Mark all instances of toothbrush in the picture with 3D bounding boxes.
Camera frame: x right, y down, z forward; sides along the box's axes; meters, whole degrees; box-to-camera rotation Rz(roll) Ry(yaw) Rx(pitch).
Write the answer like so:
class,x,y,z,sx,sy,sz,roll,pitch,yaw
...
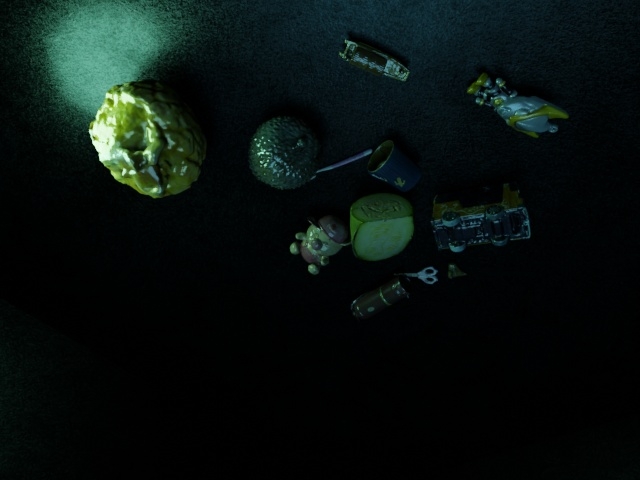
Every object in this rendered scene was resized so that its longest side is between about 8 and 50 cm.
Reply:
class,x,y,z,sx,sy,sz,roll,pitch,yaw
toothbrush,0.064,-0.279,1.905,0.286,0.020,0.025,-19,134,26

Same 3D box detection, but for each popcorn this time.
class,x,y,z,sx,sy,sz,roll,pitch,yaw
popcorn,-0.580,-0.344,1.776,0.343,0.353,0.391,2,91,35

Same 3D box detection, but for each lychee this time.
class,x,y,z,sx,sy,sz,roll,pitch,yaw
lychee,-0.125,-0.301,1.789,0.255,0.256,0.274,33,161,-18

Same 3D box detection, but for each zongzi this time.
class,x,y,z,sx,sy,sz,roll,pitch,yaw
zongzi,0.575,0.119,2.153,0.083,0.040,0.076,-6,124,1

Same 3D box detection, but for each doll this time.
class,x,y,z,sx,sy,sz,roll,pitch,yaw
doll,0.000,0.003,2.077,0.196,0.152,0.256,28,129,-17
doll,0.618,-0.422,1.623,0.316,0.103,0.146,29,134,-8

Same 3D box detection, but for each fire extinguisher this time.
class,x,y,z,sx,sy,sz,roll,pitch,yaw
fire extinguisher,0.263,0.270,2.296,0.141,0.105,0.341,34,129,-24

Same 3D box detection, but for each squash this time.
class,x,y,z,sx,sy,sz,roll,pitch,yaw
squash,0.228,-0.006,1.984,0.233,0.210,0.309,-8,125,-6

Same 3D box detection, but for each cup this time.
class,x,y,z,sx,sy,sz,roll,pitch,yaw
cup,0.255,-0.254,1.835,0.155,0.131,0.176,32,159,-22

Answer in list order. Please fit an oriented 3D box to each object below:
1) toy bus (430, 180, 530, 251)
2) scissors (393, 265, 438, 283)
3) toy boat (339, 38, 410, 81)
class,x,y,z,sx,sy,sz,roll,pitch,yaw
toy bus,0.576,-0.087,1.864,0.323,0.194,0.162,-9,128,22
scissors,0.410,0.149,2.224,0.188,0.015,0.100,1,130,13
toy boat,0.169,-0.552,1.599,0.225,0.088,0.068,22,131,-8
